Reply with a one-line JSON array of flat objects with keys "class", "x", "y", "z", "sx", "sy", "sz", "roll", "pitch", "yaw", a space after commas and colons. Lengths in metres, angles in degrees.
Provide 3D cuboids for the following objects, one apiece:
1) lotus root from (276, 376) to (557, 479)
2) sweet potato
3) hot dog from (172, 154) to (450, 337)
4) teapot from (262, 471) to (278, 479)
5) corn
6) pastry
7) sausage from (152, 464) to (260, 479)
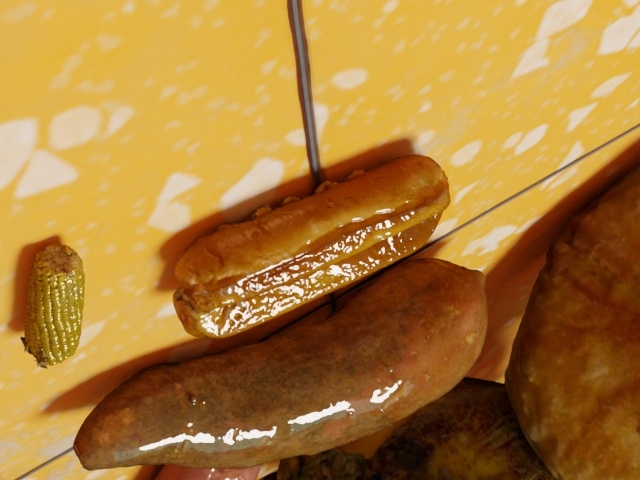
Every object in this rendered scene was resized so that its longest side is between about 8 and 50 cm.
[{"class": "lotus root", "x": 0.118, "y": 0.204, "z": 0.936, "sx": 0.397, "sy": 0.196, "sz": 0.179, "roll": 7, "pitch": 104, "yaw": -50}, {"class": "sweet potato", "x": -0.012, "y": 0.091, "z": 0.674, "sx": 0.292, "sy": 0.097, "sz": 0.097, "roll": -21, "pitch": 154, "yaw": -25}, {"class": "hot dog", "x": 0.000, "y": 0.000, "z": 0.569, "sx": 0.165, "sy": 0.045, "sz": 0.071, "roll": -24, "pitch": 153, "yaw": -21}, {"class": "teapot", "x": -0.038, "y": 0.248, "z": 0.980, "sx": 0.100, "sy": 0.068, "sz": 0.045, "roll": 13, "pitch": 143, "yaw": -11}, {"class": "corn", "x": -0.123, "y": 0.032, "z": 0.497, "sx": 0.028, "sy": 0.027, "sz": 0.083, "roll": -34, "pitch": 158, "yaw": -34}, {"class": "pastry", "x": 0.299, "y": 0.088, "z": 0.802, "sx": 0.329, "sy": 0.330, "sz": 0.136, "roll": -43, "pitch": 169, "yaw": 21}, {"class": "sausage", "x": -0.097, "y": 0.191, "z": 0.795, "sx": 0.062, "sy": 0.062, "sz": 0.154, "roll": -12, "pitch": 149, "yaw": -40}]
